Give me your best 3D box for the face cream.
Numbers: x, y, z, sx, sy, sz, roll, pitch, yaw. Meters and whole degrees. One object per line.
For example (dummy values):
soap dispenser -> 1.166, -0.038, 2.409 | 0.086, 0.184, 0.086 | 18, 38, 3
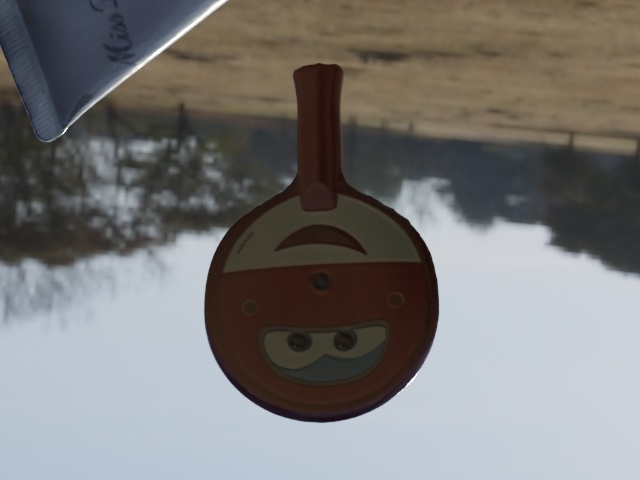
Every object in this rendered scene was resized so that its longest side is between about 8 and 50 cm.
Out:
face cream -> -0.102, -0.208, 1.080 | 0.314, 0.143, 0.089 | -38, -133, -25

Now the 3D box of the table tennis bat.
table tennis bat -> 0.000, 0.000, 0.638 | 0.098, 0.154, 0.019 | -2, 164, 4
